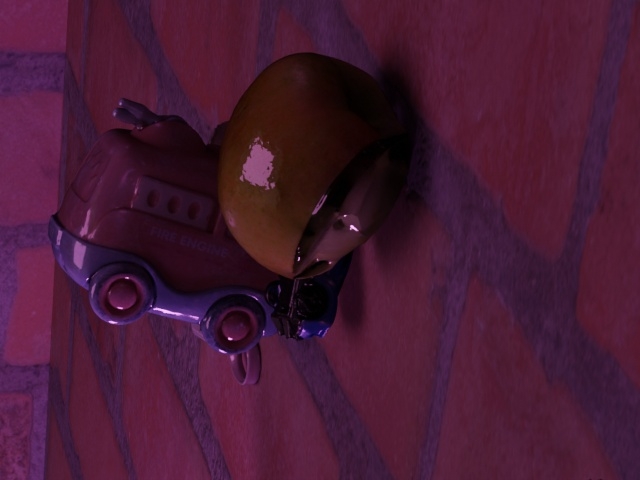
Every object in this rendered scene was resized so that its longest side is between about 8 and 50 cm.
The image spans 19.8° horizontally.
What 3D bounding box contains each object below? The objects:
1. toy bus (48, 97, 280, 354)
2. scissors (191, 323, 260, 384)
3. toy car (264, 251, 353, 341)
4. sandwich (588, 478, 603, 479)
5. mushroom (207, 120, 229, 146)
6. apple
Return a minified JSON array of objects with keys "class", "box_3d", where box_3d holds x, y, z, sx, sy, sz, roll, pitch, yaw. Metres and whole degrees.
[{"class":"toy bus","box_3d":[-0.152,-0.020,2.083,0.197,0.294,0.232,-136,65,-68]},{"class":"scissors","box_3d":[-0.124,0.120,2.378,0.242,0.030,0.118,-174,83,-69]},{"class":"toy car","box_3d":[0.000,0.000,1.908,0.103,0.063,0.216,-174,98,-69]},{"class":"sandwich","box_3d":[0.190,0.292,1.241,0.292,0.109,0.212,-120,32,-58]},{"class":"mushroom","box_3d":[-0.118,-0.054,2.264,0.092,0.081,0.223,57,151,27]},{"class":"apple","box_3d":[-0.015,-0.071,1.752,0.188,0.174,0.207,-49,27,31]}]
